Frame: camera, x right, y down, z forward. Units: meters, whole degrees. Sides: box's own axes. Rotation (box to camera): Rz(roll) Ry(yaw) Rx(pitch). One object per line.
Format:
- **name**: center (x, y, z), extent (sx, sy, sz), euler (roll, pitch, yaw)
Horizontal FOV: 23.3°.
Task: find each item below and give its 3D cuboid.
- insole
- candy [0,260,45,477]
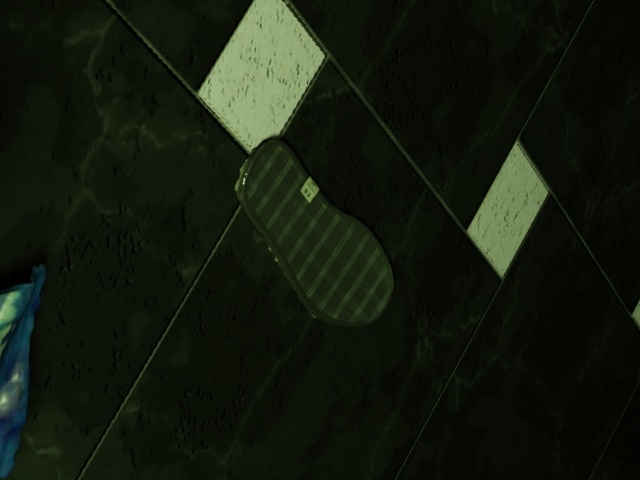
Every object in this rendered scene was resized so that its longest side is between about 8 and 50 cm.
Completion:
- **insole**: center (0.000, 0.000, 1.489), extent (0.110, 0.012, 0.309), euler (-56, 143, -16)
- **candy**: center (-0.316, 0.112, 1.069), extent (0.331, 0.077, 0.187), euler (-2, 111, -55)
